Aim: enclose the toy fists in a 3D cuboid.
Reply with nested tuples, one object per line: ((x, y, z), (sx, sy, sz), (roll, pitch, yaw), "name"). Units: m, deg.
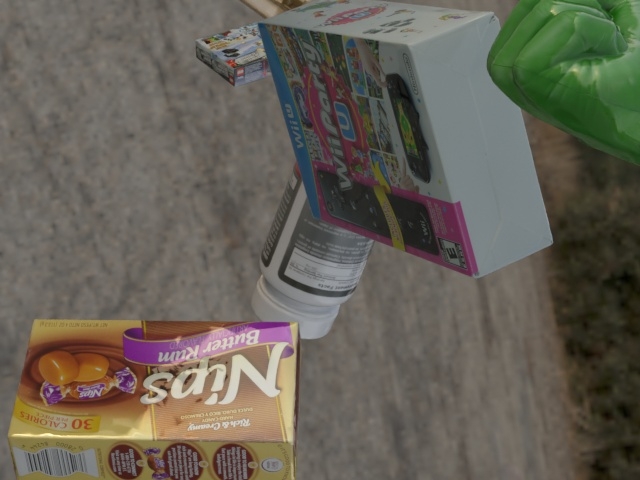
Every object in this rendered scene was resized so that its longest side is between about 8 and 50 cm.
((0.204, -0.136, 0.965), (0.279, 0.142, 0.096), (-45, 155, -60), "toy fists")

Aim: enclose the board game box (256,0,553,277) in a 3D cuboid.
((0.072, -0.108, 1.326), (0.303, 0.098, 0.224), (24, -46, 61), "board game box")

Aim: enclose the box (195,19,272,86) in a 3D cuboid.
((-0.070, -0.233, 1.706), (0.094, 0.137, 0.027), (40, -39, 45), "box")

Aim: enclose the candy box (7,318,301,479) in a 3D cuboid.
((-0.107, 0.109, 0.948), (0.109, 0.187, 0.053), (-88, 177, -47), "candy box")

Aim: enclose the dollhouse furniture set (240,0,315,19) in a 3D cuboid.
((-0.031, -0.403, 2.034), (0.123, 0.151, 0.144), (36, 26, 4), "dollhouse furniture set")

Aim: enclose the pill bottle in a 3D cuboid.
((0.000, 0.000, 2.184), (0.161, 0.161, 0.283), (-59, 171, -64), "pill bottle")
